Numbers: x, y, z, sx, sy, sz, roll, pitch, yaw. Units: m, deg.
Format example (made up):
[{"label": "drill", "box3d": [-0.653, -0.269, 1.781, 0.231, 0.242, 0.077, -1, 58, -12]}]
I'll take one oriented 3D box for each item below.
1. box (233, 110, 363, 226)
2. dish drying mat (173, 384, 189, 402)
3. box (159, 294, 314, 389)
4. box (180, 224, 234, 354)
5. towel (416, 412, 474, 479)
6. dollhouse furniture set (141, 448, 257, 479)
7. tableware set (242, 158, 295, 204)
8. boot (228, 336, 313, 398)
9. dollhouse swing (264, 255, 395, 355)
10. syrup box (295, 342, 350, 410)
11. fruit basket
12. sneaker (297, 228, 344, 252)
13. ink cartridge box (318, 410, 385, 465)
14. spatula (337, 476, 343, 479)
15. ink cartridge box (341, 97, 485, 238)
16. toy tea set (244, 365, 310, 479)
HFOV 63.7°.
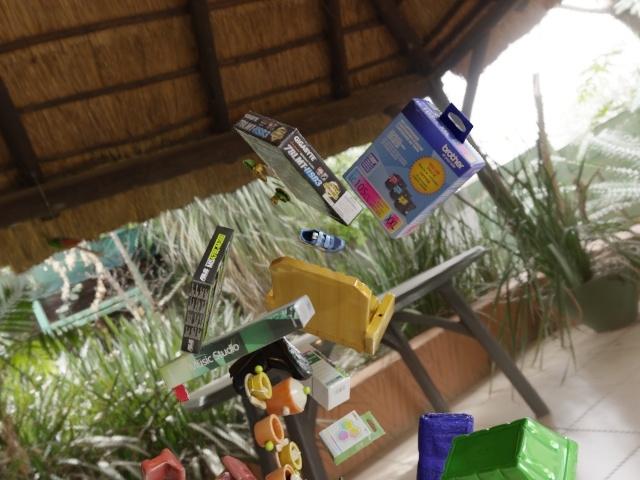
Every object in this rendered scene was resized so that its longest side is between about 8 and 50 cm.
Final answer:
[{"label": "box", "box3d": [-0.061, -0.187, 1.324, 0.073, 0.293, 0.295, -47, 35, -7]}, {"label": "dish drying mat", "box3d": [-0.419, 0.445, 1.534, 0.032, 0.083, 0.008, -11, -49, -32]}, {"label": "box", "box3d": [-0.176, 0.223, 1.173, 0.321, 0.059, 0.232, -27, -3, 4]}, {"label": "box", "box3d": [-0.224, 0.096, 1.025, 0.184, 0.045, 0.191, -77, 5, -55]}, {"label": "towel", "box3d": [0.501, 0.846, 2.056, 0.227, 0.309, 0.076, -1, 7, -3]}, {"label": "dollhouse furniture set", "box3d": [-0.274, 0.576, 1.104, 0.201, 0.152, 0.374, -45, -36, -9]}, {"label": "tableware set", "box3d": [-0.126, -0.134, 1.232, 0.024, 0.104, 0.154, -53, -34, -15]}, {"label": "boot", "box3d": [-0.151, 0.385, 1.502, 0.207, 0.246, 0.094, -50, -46, 0]}, {"label": "dollhouse swing", "box3d": [0.039, 0.130, 1.549, 0.315, 0.346, 0.305, -51, -28, -51]}, {"label": "syrup box", "box3d": [-0.012, 0.447, 1.715, 0.093, 0.097, 0.236, -18, 31, -33]}, {"label": "fruit basket", "box3d": [0.591, 0.707, 1.486, 0.392, 0.392, 0.283, -34, 12, 43]}, {"label": "sneaker", "box3d": [0.000, 0.000, 1.521, 0.144, 0.053, 0.059, 10, -20, 7]}, {"label": "ink cartridge box", "box3d": [0.110, 0.669, 1.791, 0.209, 0.109, 0.062, -26, -49, -18]}, {"label": "spatula", "box3d": [0.036, 0.722, 1.392, 0.084, 0.030, 0.297, -63, -18, -50]}, {"label": "ink cartridge box", "box3d": [0.295, -0.234, 1.551, 0.395, 0.270, 0.151, -46, -14, 30]}, {"label": "toy tea set", "box3d": [-0.079, 0.480, 1.306, 0.124, 0.336, 0.200, -23, -30, 10]}]
